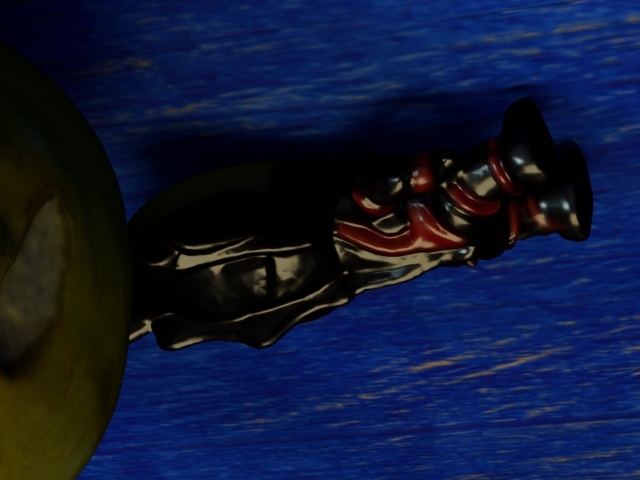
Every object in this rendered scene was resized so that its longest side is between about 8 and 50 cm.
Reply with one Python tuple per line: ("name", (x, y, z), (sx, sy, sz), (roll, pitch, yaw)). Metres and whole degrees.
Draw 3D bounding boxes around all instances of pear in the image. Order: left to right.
("pear", (-0.211, 0.026, 0.786), (0.269, 0.269, 0.321), (12, 166, -20))

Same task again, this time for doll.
("doll", (0.001, -0.002, 0.915), (0.248, 0.088, 0.127), (-20, 128, 21))
